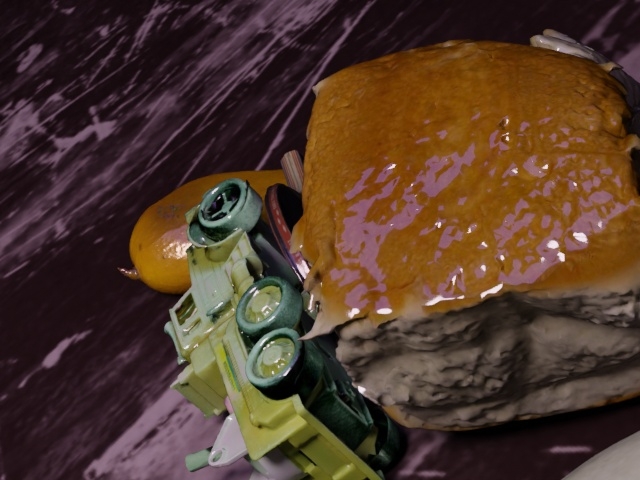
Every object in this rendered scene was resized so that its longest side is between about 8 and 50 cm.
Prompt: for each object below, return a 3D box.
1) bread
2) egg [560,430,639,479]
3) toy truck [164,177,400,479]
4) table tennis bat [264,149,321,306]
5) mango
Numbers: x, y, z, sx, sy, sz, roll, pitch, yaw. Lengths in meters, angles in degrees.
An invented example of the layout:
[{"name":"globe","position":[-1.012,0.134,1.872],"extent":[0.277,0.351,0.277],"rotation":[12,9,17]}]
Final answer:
[{"name":"bread","position":[0.125,-0.017,1.169],"extent":[0.250,0.225,0.279],"rotation":[-15,48,17]},{"name":"egg","position":[0.213,0.209,0.860],"extent":[0.352,0.258,0.258],"rotation":[-24,40,0]},{"name":"toy truck","position":[-0.051,0.078,1.253],"extent":[0.135,0.128,0.259],"rotation":[-34,39,13]},{"name":"table tennis bat","position":[0.000,0.000,1.301],"extent":[0.019,0.130,0.220],"rotation":[-36,32,13]},{"name":"mango","position":[-0.074,-0.012,1.407],"extent":[0.187,0.066,0.101],"rotation":[-20,41,-4]}]
